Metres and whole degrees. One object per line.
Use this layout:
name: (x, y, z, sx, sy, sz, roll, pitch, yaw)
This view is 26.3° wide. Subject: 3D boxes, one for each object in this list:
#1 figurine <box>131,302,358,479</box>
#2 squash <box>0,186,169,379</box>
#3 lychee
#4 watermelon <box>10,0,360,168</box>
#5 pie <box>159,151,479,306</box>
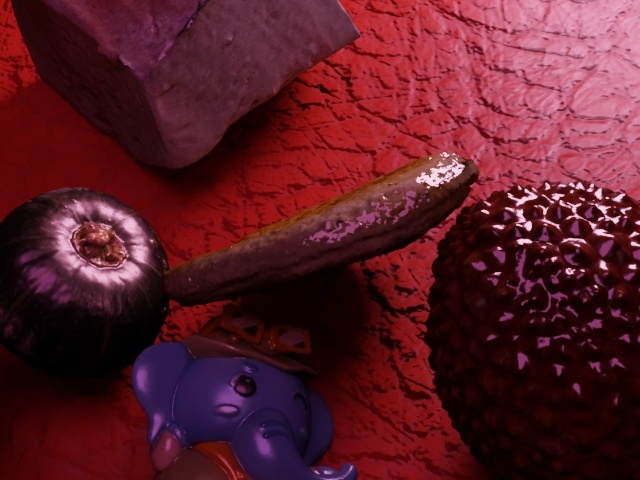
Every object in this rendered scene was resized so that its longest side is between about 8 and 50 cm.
figurine: (-0.066, 0.189, 1.196, 0.180, 0.154, 0.262, -7, 69, -9)
squash: (-0.233, 0.040, 1.302, 0.193, 0.156, 0.193, 12, 68, -31)
lychee: (0.215, 0.086, 1.149, 0.276, 0.304, 0.275, -31, 34, 24)
watermelon: (-0.157, -0.194, 1.460, 0.387, 0.228, 0.258, -3, 62, 13)
pie: (0.000, 0.000, 1.237, 0.323, 0.323, 0.070, -22, 91, -9)
